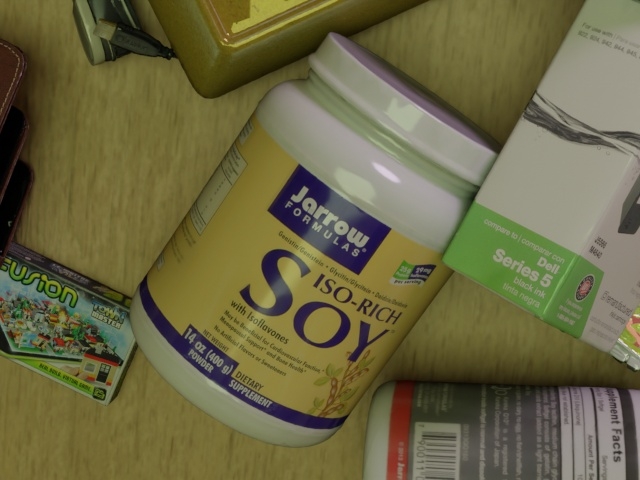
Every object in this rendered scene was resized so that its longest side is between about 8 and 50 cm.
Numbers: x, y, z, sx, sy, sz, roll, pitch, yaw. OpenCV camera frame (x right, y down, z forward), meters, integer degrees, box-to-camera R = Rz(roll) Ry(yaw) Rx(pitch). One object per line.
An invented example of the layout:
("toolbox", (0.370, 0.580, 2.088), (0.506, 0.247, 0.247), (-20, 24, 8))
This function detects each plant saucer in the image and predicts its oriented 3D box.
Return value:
("plant saucer", (-0.032, -0.323, 1.054), (0.333, 0.081, 0.332), (-24, 113, 6))

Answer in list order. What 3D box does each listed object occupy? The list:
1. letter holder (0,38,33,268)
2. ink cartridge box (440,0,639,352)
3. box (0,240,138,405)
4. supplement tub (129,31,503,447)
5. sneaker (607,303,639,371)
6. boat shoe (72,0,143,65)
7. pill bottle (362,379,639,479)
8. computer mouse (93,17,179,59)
("letter holder", (-0.447, -0.123, 1.195), (0.302, 0.152, 0.214), (17, 78, 5))
("ink cartridge box", (0.251, -0.055, 1.048), (0.115, 0.198, 0.272), (31, 94, 32))
("box", (-0.296, 0.082, 1.270), (0.207, 0.036, 0.114), (25, 103, 3))
("supplement tub", (0.000, 0.000, 1.106), (0.241, 0.241, 0.331), (35, 104, 1))
("sneaker", (0.315, 0.075, 1.157), (0.209, 0.081, 0.094), (28, 101, 3))
("boat shoe", (-0.227, -0.282, 1.185), (0.065, 0.075, 0.206), (-16, 99, -17))
("pill bottle", (0.228, 0.245, 1.136), (0.363, 0.210, 0.210), (2, 101, 8))
("computer mouse", (-0.196, -0.287, 1.134), (0.262, 0.060, 0.184), (23, 93, -27))
